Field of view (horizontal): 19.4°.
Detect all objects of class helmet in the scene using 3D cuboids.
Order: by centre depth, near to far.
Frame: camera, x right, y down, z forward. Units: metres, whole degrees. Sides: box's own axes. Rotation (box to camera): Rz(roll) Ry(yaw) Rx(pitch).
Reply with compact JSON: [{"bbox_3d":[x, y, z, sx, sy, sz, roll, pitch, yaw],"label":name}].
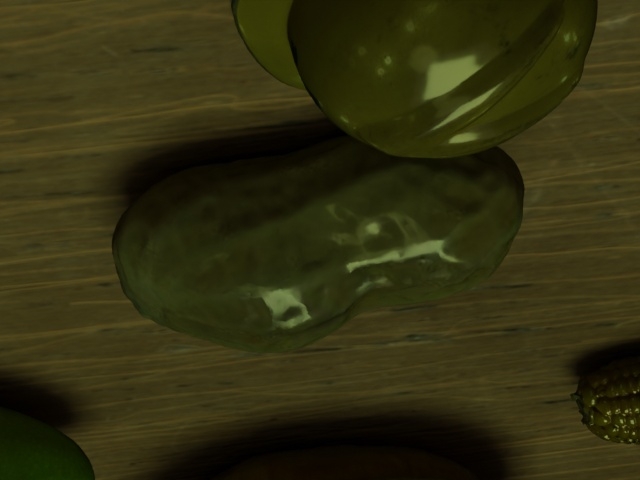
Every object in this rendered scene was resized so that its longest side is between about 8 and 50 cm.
[{"bbox_3d":[0.077,-0.123,1.245,0.257,0.140,0.205,-19,144,12],"label":"helmet"}]

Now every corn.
[{"bbox_3d":[0.385,0.135,1.702,0.313,0.102,0.102,-8,145,-1],"label":"corn"}]

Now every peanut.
[{"bbox_3d":[0.000,0.000,1.397,0.313,0.152,0.152,-12,145,3],"label":"peanut"}]

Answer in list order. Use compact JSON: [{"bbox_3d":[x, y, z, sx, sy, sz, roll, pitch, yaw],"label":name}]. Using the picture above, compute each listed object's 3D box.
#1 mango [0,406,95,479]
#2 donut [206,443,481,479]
[{"bbox_3d":[-0.364,0.215,1.617,0.343,0.156,0.192,1,147,-16],"label":"mango"},{"bbox_3d":[0.017,0.358,1.863,0.449,0.198,0.449,-8,145,-6],"label":"donut"}]
